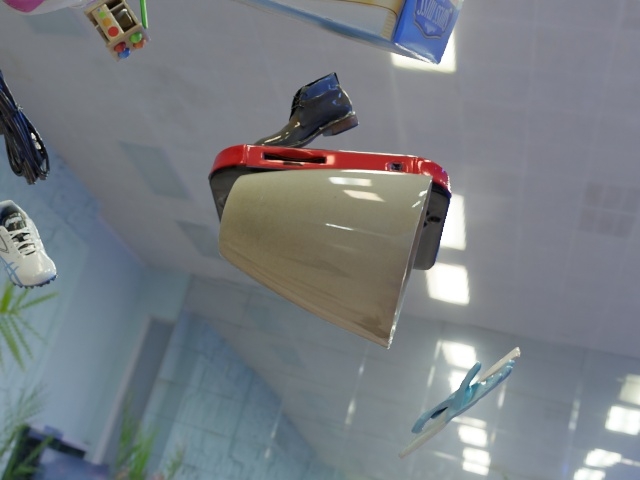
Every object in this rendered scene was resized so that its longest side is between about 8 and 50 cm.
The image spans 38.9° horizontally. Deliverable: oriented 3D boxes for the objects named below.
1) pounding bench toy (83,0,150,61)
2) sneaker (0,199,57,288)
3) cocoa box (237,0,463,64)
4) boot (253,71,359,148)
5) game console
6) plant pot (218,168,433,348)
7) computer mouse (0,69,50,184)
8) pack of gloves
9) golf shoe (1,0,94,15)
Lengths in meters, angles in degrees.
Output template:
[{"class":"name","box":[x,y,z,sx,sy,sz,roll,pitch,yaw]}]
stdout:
[{"class":"pounding bench toy","box":[-0.241,-0.276,1.145,0.065,0.083,0.052,56,-3,7]},{"class":"sneaker","box":[-0.544,0.008,1.641,0.237,0.085,0.086,43,-33,44]},{"class":"cocoa box","box":[-0.014,-0.350,0.958,0.347,0.228,0.231,22,11,16]},{"class":"boot","box":[-0.042,-0.220,1.605,0.082,0.219,0.106,2,-67,62]},{"class":"game console","box":[0.016,-0.040,1.533,0.386,0.060,0.342,5,-30,3]},{"class":"plant pot","box":[0.000,0.000,1.320,0.274,0.257,0.256,14,-20,8]},{"class":"computer mouse","box":[-0.426,-0.189,1.126,0.272,0.072,0.189,26,-36,40]},{"class":"pack of gloves","box":[0.219,0.246,1.474,0.046,0.232,0.195,51,12,5]},{"class":"golf shoe","box":[-0.344,-0.366,1.261,0.115,0.306,0.140,32,-48,-2]}]
